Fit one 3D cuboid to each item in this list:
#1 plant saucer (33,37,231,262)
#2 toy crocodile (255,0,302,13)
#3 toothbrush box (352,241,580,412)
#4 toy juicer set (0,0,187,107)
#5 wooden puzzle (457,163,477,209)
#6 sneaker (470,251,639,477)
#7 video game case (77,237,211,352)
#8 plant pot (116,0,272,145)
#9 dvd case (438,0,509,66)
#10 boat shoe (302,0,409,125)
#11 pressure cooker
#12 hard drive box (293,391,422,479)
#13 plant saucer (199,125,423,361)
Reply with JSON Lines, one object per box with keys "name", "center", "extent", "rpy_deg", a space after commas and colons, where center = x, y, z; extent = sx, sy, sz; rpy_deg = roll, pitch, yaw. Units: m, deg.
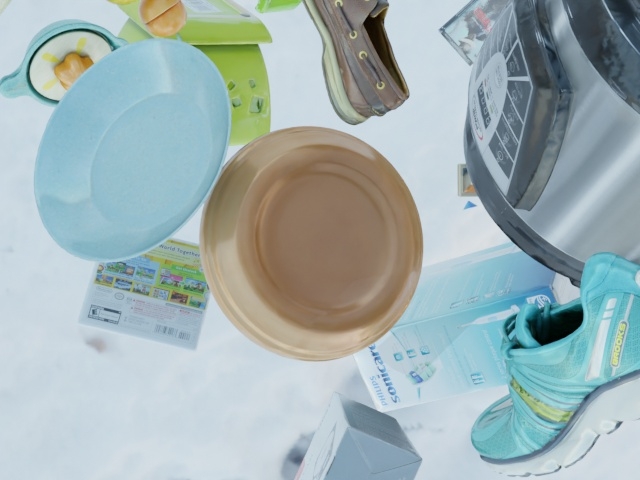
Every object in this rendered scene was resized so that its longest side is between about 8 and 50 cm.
{"name": "plant saucer", "center": [-0.147, -0.070, 0.833], "extent": [0.195, 0.195, 0.037], "rpy_deg": [-45, 148, 6]}
{"name": "toy crocodile", "center": [-0.121, -0.425, 1.246], "extent": [0.115, 0.340, 0.105], "rpy_deg": [-29, 165, -38]}
{"name": "toothbrush box", "center": [0.213, 0.108, 1.410], "extent": [0.296, 0.216, 0.126], "rpy_deg": [-17, 106, 24]}
{"name": "toy juicer set", "center": [-0.310, -0.256, 1.297], "extent": [0.329, 0.089, 0.209], "rpy_deg": [-3, 137, -37]}
{"name": "wooden puzzle", "center": [0.308, -0.122, 2.038], "extent": [0.079, 0.014, 0.116], "rpy_deg": [-6, 95, 22]}
{"name": "sneaker", "center": [0.185, 0.094, 0.783], "extent": [0.110, 0.107, 0.275], "rpy_deg": [35, 142, 3]}
{"name": "video game case", "center": [-0.320, 0.088, 1.927], "extent": [0.227, 0.026, 0.206], "rpy_deg": [14, 72, -2]}
{"name": "plant pot", "center": [-0.213, -0.291, 1.668], "extent": [0.227, 0.228, 0.207], "rpy_deg": [-7, 121, -31]}
{"name": "dvd case", "center": [0.233, -0.309, 1.432], "extent": [0.119, 0.013, 0.087], "rpy_deg": [-39, 136, 14]}
{"name": "boat shoe", "center": [0.027, -0.183, 0.800], "extent": [0.060, 0.064, 0.177], "rpy_deg": [-12, 97, 31]}
{"name": "pressure cooker", "center": [0.361, -0.142, 1.127], "extent": [0.375, 0.420, 0.370], "rpy_deg": [42, 63, 9]}
{"name": "hard drive box", "center": [0.025, 0.283, 1.133], "extent": [0.089, 0.232, 0.181], "rpy_deg": [24, 88, -2]}
{"name": "plant saucer", "center": [0.000, 0.000, 0.845], "extent": [0.200, 0.037, 0.199], "rpy_deg": [3, 82, -22]}
